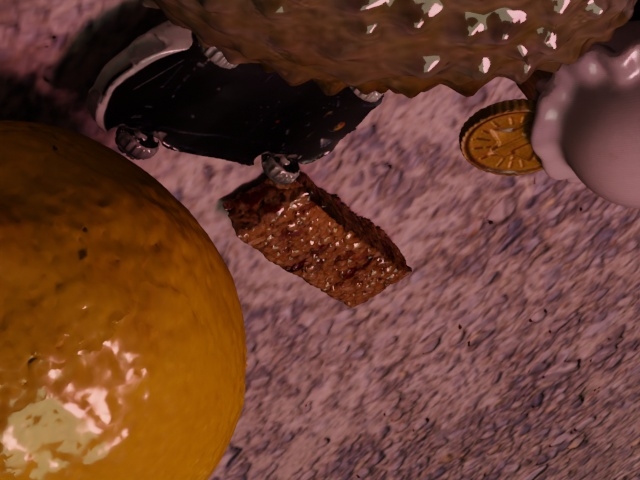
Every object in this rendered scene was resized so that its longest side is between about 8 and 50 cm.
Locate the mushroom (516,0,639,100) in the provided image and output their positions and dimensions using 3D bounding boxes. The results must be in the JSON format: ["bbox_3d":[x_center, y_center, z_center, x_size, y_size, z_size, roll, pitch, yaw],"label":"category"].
[{"bbox_3d":[0.241,-0.164,1.157,0.297,0.163,0.278,-17,143,-14],"label":"mushroom"}]

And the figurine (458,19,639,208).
[{"bbox_3d":[0.210,-0.060,1.025,0.271,0.143,0.143,-18,155,6],"label":"figurine"}]

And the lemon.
[{"bbox_3d":[-0.168,0.057,1.100,0.245,0.245,0.320,-26,153,1],"label":"lemon"}]

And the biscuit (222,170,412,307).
[{"bbox_3d":[0.000,0.000,1.381,0.064,0.034,0.199,-32,153,12],"label":"biscuit"}]

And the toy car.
[{"bbox_3d":[-0.048,-0.087,1.153,0.205,0.056,0.095,9,138,-45],"label":"toy car"}]

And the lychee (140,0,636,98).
[{"bbox_3d":[0.022,-0.183,0.814,0.255,0.274,0.255,-41,158,-21],"label":"lychee"}]
